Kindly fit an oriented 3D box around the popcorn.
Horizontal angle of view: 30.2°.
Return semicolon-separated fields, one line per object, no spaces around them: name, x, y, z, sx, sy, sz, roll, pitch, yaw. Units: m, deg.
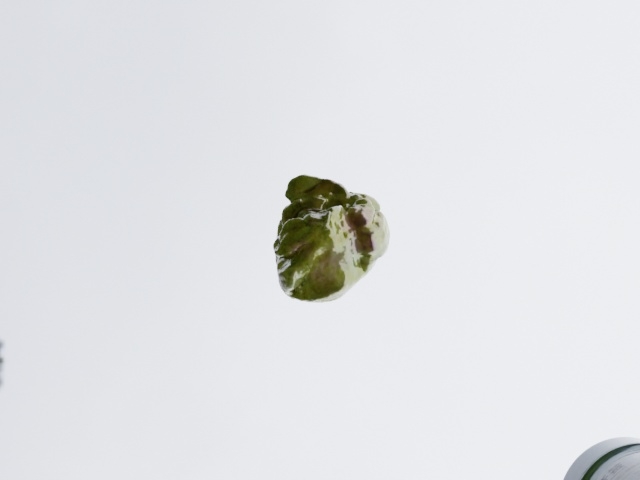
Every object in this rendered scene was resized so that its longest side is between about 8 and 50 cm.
popcorn;0.000;0.002;0.987;0.097;0.089;0.109;-8;-127;51

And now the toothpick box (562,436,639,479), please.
toothpick box;0.227;0.190;0.781;0.101;0.153;0.101;0;-91;-7
